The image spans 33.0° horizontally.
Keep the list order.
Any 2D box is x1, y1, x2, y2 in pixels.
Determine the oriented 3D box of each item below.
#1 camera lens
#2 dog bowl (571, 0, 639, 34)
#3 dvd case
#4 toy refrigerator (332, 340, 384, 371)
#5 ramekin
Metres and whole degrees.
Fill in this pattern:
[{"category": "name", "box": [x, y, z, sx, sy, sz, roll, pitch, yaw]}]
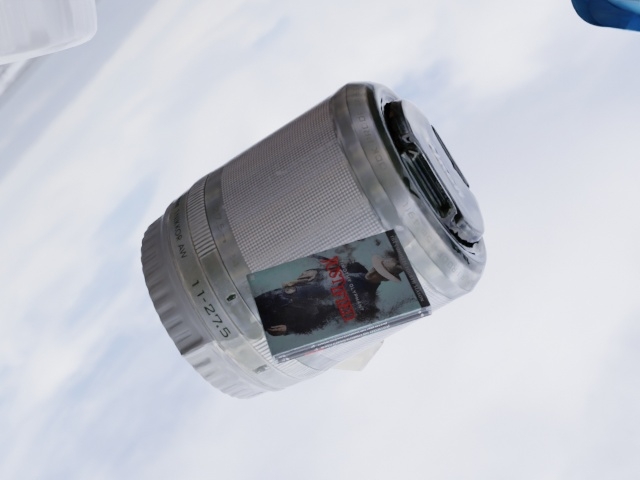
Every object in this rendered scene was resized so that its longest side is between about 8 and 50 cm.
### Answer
[{"category": "camera lens", "box": [0.000, 0.000, 1.008, 0.274, 0.219, 0.219, -31, -158, 18]}, {"category": "dog bowl", "box": [0.416, -0.300, 1.214, 0.297, 0.074, 0.166, 26, -83, 54]}, {"category": "dvd case", "box": [0.012, 0.039, 0.792, 0.119, 0.013, 0.087, -16, -136, -5]}, {"category": "toy refrigerator", "box": [0.010, 0.033, 1.432, 0.094, 0.102, 0.270, 120, -29, -51]}, {"category": "ramekin", "box": [-0.362, -0.251, 1.100, 0.277, 0.135, 0.277, -9, -164, 3]}]
